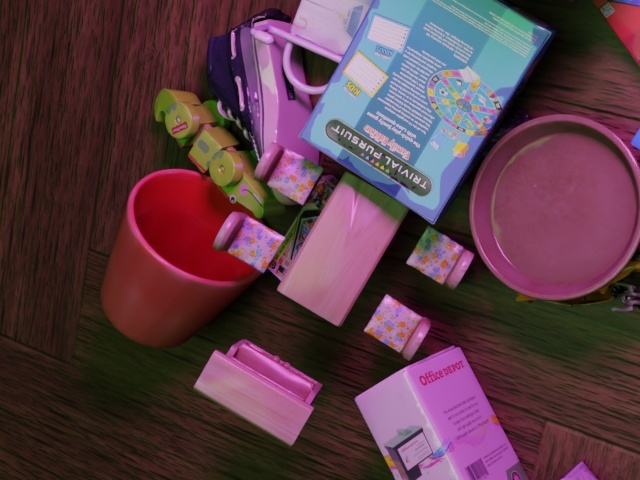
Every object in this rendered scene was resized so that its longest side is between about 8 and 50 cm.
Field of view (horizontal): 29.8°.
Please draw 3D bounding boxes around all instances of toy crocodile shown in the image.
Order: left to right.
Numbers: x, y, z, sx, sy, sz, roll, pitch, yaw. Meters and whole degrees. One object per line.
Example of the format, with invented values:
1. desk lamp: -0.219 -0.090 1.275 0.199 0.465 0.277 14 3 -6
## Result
1. toy crocodile: -0.185 -0.158 2.156 0.340 0.115 0.105 48 123 20

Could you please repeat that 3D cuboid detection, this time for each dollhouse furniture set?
1. dollhouse furniture set: -0.010 0.090 1.873 0.362 0.256 0.394 30 93 4

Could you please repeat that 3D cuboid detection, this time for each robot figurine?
1. robot figurine: 0.428 0.006 1.815 0.291 0.085 0.211 -7 92 33

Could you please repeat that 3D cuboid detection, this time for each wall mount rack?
1. wall mount rack: 0.064 -0.368 1.915 0.304 0.130 0.350 25 111 8

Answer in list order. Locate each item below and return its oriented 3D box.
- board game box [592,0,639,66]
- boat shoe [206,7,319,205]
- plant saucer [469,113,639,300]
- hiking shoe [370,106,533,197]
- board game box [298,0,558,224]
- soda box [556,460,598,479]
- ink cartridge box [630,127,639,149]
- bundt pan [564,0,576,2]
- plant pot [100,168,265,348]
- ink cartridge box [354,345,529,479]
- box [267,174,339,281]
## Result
1. board game box: 0.535 -0.379 1.702 0.281 0.027 0.145 -39 76 29
2. boat shoe: -0.106 -0.222 2.106 0.158 0.127 0.340 -9 83 39
3. plant saucer: 0.354 -0.048 1.786 0.278 0.041 0.277 -2 87 33
4. hiking shoe: 0.208 -0.141 1.939 0.304 0.113 0.132 -5 124 26
5. board game box: 0.158 -0.235 1.811 0.254 0.079 0.336 34 111 10
6. soda box: 0.335 0.479 1.922 0.091 0.098 0.286 50 118 14
7. ink cartridge box: 0.564 -0.186 1.706 0.148 0.086 0.203 38 115 22
8. bundt pan: 0.360 -0.493 1.747 0.331 0.124 0.330 -7 78 36
9. plant pot: -0.263 0.047 2.154 0.275 0.275 0.243 51 129 16
10. ink cartridge box: 0.202 0.330 1.924 0.117 0.201 0.278 -33 79 30
11. box: 0.000 0.000 2.105 0.114 0.036 0.207 42 115 20
